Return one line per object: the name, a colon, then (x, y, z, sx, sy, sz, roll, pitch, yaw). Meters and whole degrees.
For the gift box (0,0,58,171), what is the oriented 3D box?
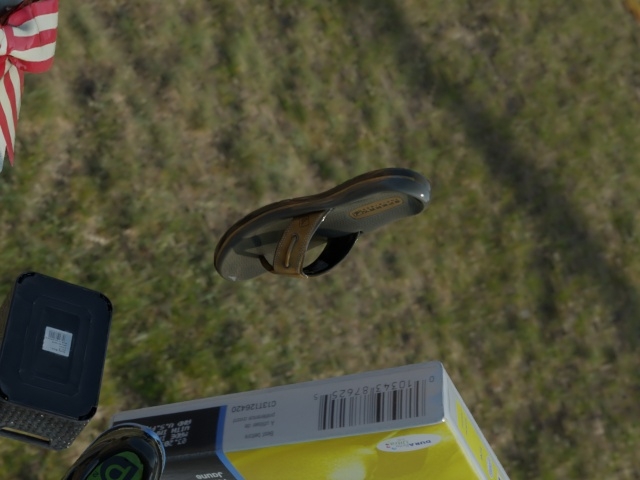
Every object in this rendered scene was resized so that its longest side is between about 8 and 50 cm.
gift box: (-0.342, -0.146, 0.924, 0.255, 0.258, 0.276, -69, 168, -77)

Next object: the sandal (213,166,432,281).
sandal: (0.000, 0.000, 1.106, 0.090, 0.219, 0.060, 36, 41, -57)

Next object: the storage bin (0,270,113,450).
storage bin: (-0.323, 0.141, 1.475, 0.122, 0.084, 0.180, 19, 49, -20)

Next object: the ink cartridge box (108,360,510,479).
ink cartridge box: (0.012, 0.231, 1.127, 0.307, 0.304, 0.072, 59, 26, -44)

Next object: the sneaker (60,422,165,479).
sneaker: (-0.160, 0.191, 0.763, 0.067, 0.078, 0.188, 35, 76, -3)
